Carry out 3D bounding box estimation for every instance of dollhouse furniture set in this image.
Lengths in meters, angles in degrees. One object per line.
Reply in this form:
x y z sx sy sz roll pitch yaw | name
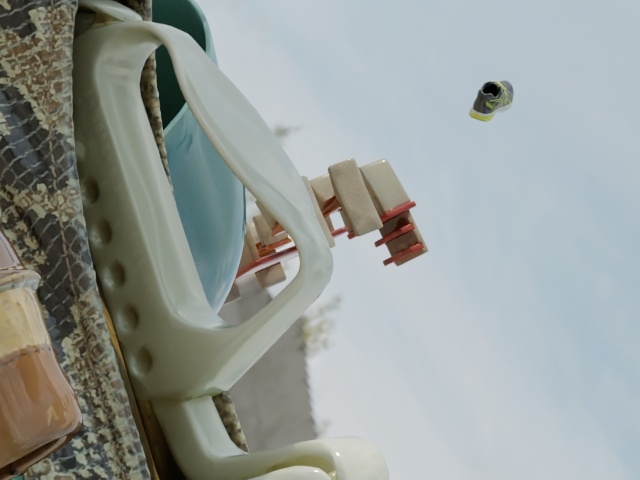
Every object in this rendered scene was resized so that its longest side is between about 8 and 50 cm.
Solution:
0.000 0.000 1.731 0.262 0.259 0.135 -30 -97 56 | dollhouse furniture set

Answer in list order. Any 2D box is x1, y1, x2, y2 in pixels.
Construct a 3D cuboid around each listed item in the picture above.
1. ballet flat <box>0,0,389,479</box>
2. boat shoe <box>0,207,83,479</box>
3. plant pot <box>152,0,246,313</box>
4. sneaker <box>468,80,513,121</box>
-0.072 0.059 0.631 0.164 0.182 0.483 22 49 -71 | ballet flat
-0.192 0.105 0.451 0.324 0.122 0.120 -44 -103 32 | boat shoe
-0.190 -0.031 1.087 0.293 0.293 0.235 47 -17 45 | plant pot
0.186 -0.154 1.450 0.031 0.083 0.035 26 -52 16 | sneaker
